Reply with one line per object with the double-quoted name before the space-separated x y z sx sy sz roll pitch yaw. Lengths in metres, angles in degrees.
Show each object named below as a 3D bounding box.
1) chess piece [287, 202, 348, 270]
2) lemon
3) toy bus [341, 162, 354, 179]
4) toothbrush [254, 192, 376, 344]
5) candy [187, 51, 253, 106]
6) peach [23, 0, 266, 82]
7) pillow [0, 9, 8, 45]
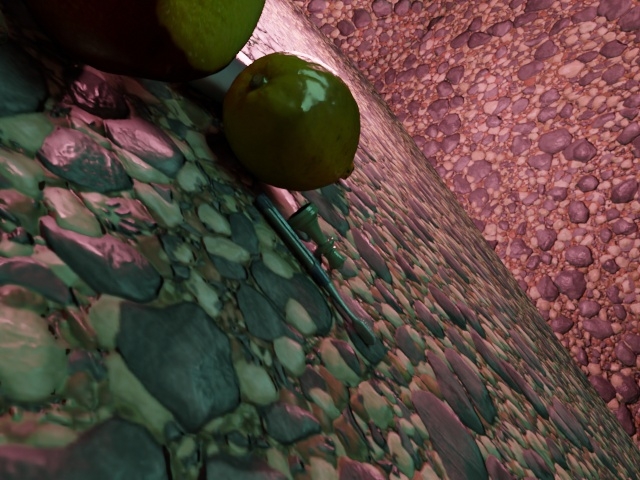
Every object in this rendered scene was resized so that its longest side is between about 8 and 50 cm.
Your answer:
"chess piece" 0.000 0.000 0.665 0.093 0.042 0.042 54 17 -12
"lemon" -0.031 -0.146 0.671 0.170 0.170 0.207 59 16 24
"toy bus" 0.012 -0.191 0.994 0.162 0.074 0.069 48 17 -4
"toothbrush" -0.005 0.033 0.618 0.219 0.016 0.019 51 17 2
"candy" -0.136 -0.234 0.740 0.174 0.071 0.138 23 33 -51
"peach" -0.162 -0.265 0.482 0.249 0.245 0.274 40 45 -43
"pillow" -0.314 -0.198 0.315 0.126 0.043 0.232 54 22 13
